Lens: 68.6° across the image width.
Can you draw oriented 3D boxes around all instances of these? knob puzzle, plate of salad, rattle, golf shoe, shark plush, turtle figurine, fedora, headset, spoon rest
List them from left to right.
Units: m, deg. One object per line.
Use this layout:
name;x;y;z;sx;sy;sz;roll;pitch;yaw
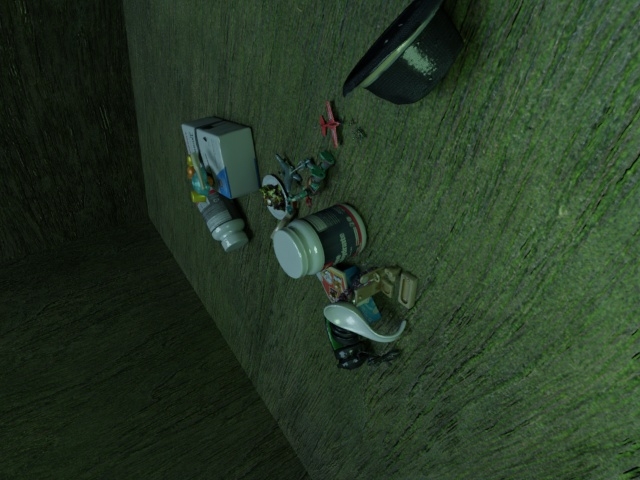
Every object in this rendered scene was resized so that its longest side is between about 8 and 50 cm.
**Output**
plate of salad;-0.203;-0.181;2.000;0.199;0.048;0.200;36;137;42
shark plush;-0.131;-0.264;1.808;0.073;0.067;0.162;-14;97;60
rattle;-0.108;-0.060;1.912;0.143;0.130;0.200;47;119;12
turtle figurine;-0.036;-0.213;1.656;0.234;0.118;0.176;-39;35;57
knob puzzle;0.048;0.183;1.731;0.213;0.029;0.213;43;145;40
headset;0.135;0.379;1.791;0.394;0.185;0.244;-151;49;-68
golf shoe;0.144;0.173;1.617;0.086;0.186;0.067;37;-164;-18
spoon rest;0.142;0.274;1.563;0.276;0.084;0.137;14;143;5
fedora;0.200;-0.407;1.057;0.152;0.334;0.334;40;153;-14

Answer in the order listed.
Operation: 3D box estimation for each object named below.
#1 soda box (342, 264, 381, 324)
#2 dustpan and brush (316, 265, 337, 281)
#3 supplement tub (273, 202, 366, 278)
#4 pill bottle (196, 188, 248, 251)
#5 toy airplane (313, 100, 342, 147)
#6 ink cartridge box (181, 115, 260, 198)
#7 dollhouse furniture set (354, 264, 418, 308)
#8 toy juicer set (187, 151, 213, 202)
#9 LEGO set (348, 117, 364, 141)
soda box;0.135;0.202;1.697;0.210;0.067;0.071;64;150;6
dustpan and brush;0.047;0.153;1.829;0.147;0.060;0.211;-39;69;60
supplement tub;0.000;0.000;1.573;0.191;0.272;0.191;37;139;41
pill bottle;-0.494;-0.110;2.381;0.319;0.176;0.176;61;149;11
toy airplane;0.028;-0.373;1.523;0.151;0.028;0.151;35;136;43
ink cartridge box;-0.459;-0.388;2.149;0.394;0.166;0.286;28;133;47
dollhouse furniture set;0.207;0.162;1.500;0.151;0.123;0.144;36;138;41
toy juicer set;-0.528;-0.295;2.084;0.329;0.089;0.210;161;97;-69
LEGO set;0.113;-0.333;1.427;0.054;0.023;0.083;-28;72;58
